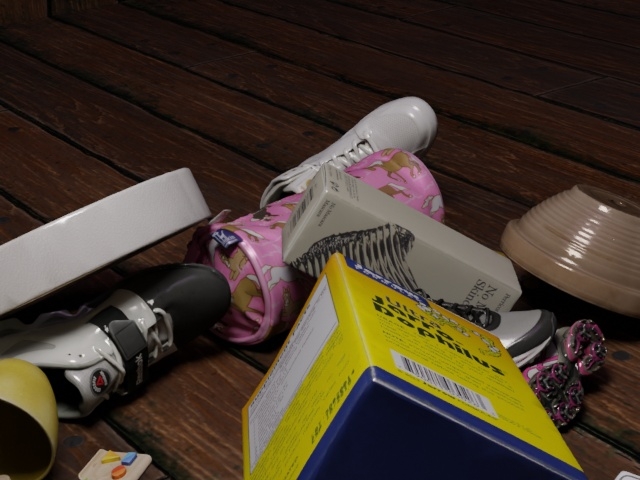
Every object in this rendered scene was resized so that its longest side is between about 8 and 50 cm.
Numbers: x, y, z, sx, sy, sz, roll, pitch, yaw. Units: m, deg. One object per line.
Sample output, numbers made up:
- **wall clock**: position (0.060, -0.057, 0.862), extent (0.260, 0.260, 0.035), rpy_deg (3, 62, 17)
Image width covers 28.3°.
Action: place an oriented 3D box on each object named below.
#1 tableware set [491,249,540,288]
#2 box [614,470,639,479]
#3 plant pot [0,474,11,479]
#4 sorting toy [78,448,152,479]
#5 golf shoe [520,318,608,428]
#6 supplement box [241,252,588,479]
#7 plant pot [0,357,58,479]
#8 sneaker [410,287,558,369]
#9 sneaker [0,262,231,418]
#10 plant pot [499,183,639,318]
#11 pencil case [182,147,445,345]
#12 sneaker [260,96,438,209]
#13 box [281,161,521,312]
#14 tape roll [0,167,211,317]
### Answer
- **tableware set**: position (0.227, 0.041, 1.740), extent (0.154, 0.024, 0.104), rpy_deg (15, 26, 36)
- **box**: position (0.201, 0.318, 0.934), extent (0.087, 0.169, 0.290), rpy_deg (13, 28, 32)
- **plant pot**: position (-0.319, 0.278, 1.165), extent (0.109, 0.096, 0.109), rpy_deg (-5, 25, -6)
- **sorting toy**: position (-0.221, 0.244, 1.334), extent (0.062, 0.012, 0.083), rpy_deg (6, 25, 17)
- **golf shoe**: position (0.254, 0.163, 1.427), extent (0.086, 0.067, 0.186), rpy_deg (-29, 9, 44)
- **supplement box**: position (0.062, 0.175, 1.096), extent (0.195, 0.194, 0.356), rpy_deg (28, 11, -10)
- **plant pot**: position (-0.329, 0.178, 1.324), extent (0.134, 0.134, 0.095), rpy_deg (1, 36, 8)
- **sneaker**: position (0.133, 0.106, 1.450), extent (0.272, 0.108, 0.100), rpy_deg (-7, 19, 12)
- **sneaker**: position (-0.245, 0.135, 1.465), extent (0.331, 0.122, 0.146), rpy_deg (-22, 34, -11)
- **plant pot**: position (0.356, 0.001, 1.607), extent (0.237, 0.109, 0.237), rpy_deg (20, 15, -5)
- **pencil case**: position (0.000, 0.000, 1.684), extent (0.160, 0.167, 0.386), rpy_deg (-1, 17, 46)
- **sneaker**: position (0.036, -0.099, 1.878), extent (0.292, 0.108, 0.169), rpy_deg (-32, 6, 40)
- **box**: position (0.095, 0.025, 1.525), extent (0.275, 0.113, 0.094), rpy_deg (26, 21, -13)
- **tape roll**: position (-0.318, 0.023, 1.546), extent (0.392, 0.072, 0.392), rpy_deg (-26, 3, 1)
